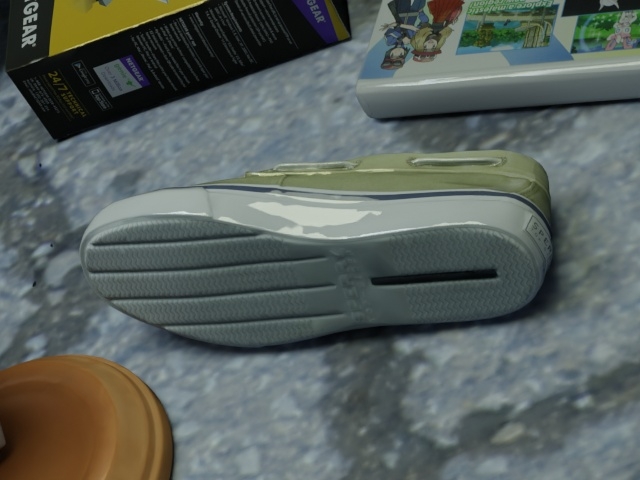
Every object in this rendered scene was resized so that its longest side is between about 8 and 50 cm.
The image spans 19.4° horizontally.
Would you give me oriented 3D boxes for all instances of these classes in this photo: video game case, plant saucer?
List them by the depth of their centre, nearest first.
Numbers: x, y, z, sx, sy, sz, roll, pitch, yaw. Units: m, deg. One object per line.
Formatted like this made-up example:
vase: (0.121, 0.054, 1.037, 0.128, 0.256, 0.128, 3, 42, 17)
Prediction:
plant saucer: (-0.189, 0.149, 1.166, 0.200, 0.037, 0.200, -15, 46, 16)
video game case: (0.209, -0.213, 1.280, 0.329, 0.036, 0.300, -2, 50, 26)

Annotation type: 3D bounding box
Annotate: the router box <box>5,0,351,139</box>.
router box: (-0.113, -0.242, 1.445, 0.243, 0.081, 0.308, -18, 45, 13)

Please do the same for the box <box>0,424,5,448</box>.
box: (-0.325, 0.096, 1.139, 0.181, 0.119, 0.182, 24, 47, 39)

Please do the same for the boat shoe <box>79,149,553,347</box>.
boat shoe: (0.000, 0.000, 1.168, 0.302, 0.109, 0.094, 0, 36, 17)
